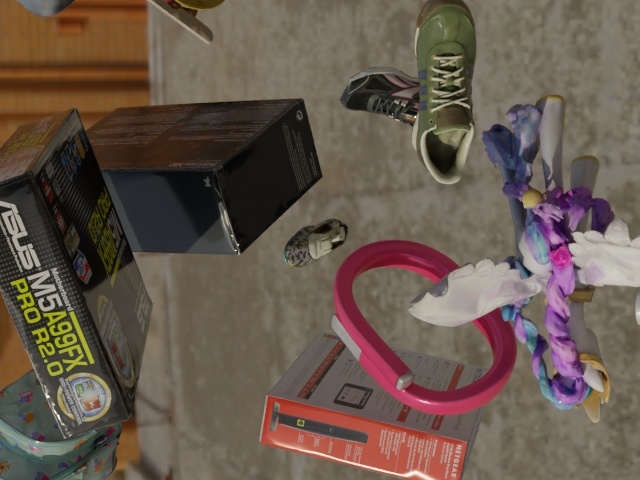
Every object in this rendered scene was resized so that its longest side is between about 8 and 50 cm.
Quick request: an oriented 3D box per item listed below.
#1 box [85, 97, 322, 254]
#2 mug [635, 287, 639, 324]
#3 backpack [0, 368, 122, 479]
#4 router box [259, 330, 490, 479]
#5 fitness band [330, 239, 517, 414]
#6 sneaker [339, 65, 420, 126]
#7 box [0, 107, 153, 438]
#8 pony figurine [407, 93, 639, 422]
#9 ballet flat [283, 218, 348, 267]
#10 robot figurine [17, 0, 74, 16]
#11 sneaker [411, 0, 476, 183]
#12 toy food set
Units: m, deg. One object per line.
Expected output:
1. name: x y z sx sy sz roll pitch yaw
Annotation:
1. box: -0.159 -0.070 1.350 0.261 0.184 0.103 1 117 32
2. mug: 0.526 0.100 1.920 0.064 0.078 0.062 3 105 32
3. backpack: -0.368 0.268 1.620 0.166 0.188 0.144 28 134 19
4. router box: 0.097 0.254 1.947 0.335 0.301 0.082 -40 -39 -71
5. fitness band: 0.141 0.114 1.741 0.291 0.209 0.054 49 150 30
6. sneaker: 0.119 -0.199 1.790 0.072 0.178 0.077 106 155 -47
7. box: -0.217 0.016 1.089 0.270 0.060 0.216 -100 -9 -73
8. pony figurine: 0.287 0.015 1.548 0.351 0.303 0.363 43 -140 -56
9. ballet flat: 0.000 0.000 1.374 0.114 0.041 0.041 -32 -51 -59
10. robot figurine: -0.300 -0.329 0.965 0.353 0.200 0.300 40 152 7
11. sneaker: 0.130 -0.142 1.248 0.086 0.064 0.192 -104 13 -51
12. toy food set: -0.193 -0.373 1.751 0.071 0.128 0.218 -30 40 50
